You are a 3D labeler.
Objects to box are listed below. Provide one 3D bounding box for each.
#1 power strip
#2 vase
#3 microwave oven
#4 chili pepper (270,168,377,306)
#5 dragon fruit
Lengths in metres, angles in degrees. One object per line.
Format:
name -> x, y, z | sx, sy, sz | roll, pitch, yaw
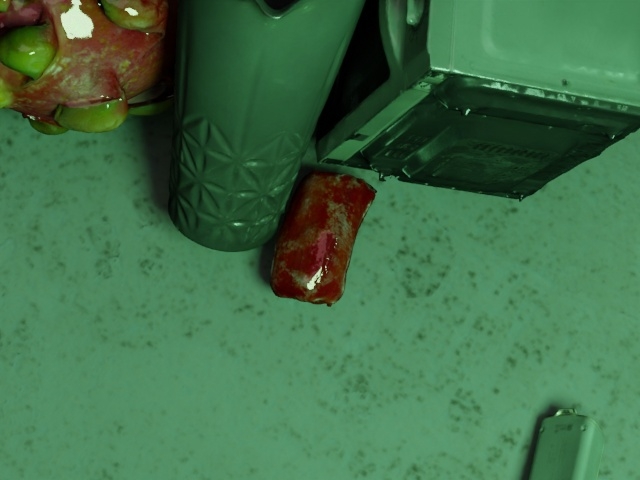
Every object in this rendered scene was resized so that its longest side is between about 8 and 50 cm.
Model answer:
power strip -> 0.189, 0.261, 1.680 | 0.027, 0.060, 0.252 | 36, 59, -37
vase -> -0.056, -0.141, 1.676 | 0.156, 0.301, 0.251 | 10, 38, -5
microwave oven -> 0.140, -0.150, 1.660 | 0.237, 0.295, 0.181 | 10, 75, -15
chili pepper -> 0.000, 0.000, 1.754 | 0.073, 0.070, 0.123 | 21, 73, -14
dragon fruit -> -0.196, -0.229, 1.719 | 0.243, 0.227, 0.307 | 28, 67, -30
